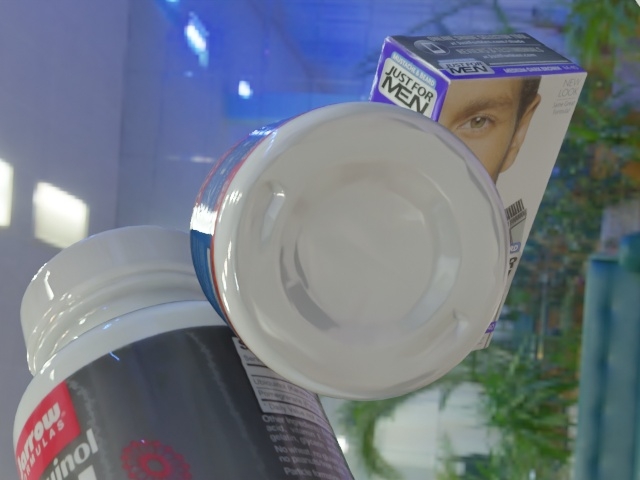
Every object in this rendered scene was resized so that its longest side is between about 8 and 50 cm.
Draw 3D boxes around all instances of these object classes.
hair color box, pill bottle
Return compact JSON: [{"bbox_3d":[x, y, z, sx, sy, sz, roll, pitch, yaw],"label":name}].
[{"bbox_3d":[0.123,-0.036,1.239,0.110,0.185,0.338,42,129,42],"label":"hair color box"},{"bbox_3d":[0.000,0.000,0.591,0.221,0.124,0.124,-169,83,-79],"label":"pill bottle"},{"bbox_3d":[-0.070,0.146,0.677,0.176,0.176,0.318,85,163,-49],"label":"pill bottle"}]

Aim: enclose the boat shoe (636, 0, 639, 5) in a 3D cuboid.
[{"bbox_3d":[0.305,-0.098,0.801,0.109,0.091,0.305,34,-152,-48],"label":"boat shoe"}]
